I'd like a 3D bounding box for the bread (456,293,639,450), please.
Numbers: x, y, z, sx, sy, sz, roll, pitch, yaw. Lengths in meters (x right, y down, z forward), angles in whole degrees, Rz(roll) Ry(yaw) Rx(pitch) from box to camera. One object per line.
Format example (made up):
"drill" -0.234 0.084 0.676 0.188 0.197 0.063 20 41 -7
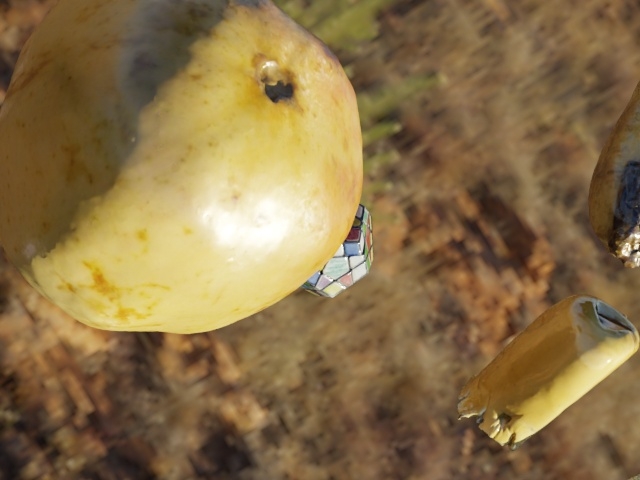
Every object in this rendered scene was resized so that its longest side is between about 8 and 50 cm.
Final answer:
"bread" 0.220 0.120 1.697 0.085 0.173 0.134 51 22 9

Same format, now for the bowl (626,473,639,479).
"bowl" 0.357 0.368 1.709 0.307 0.307 0.163 61 -4 5

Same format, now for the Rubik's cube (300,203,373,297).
"Rubik's cube" 0.000 0.000 1.662 0.111 0.093 0.111 8 59 -15

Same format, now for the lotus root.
"lotus root" 0.339 -0.087 1.734 0.110 0.097 0.258 28 74 -5

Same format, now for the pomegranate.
"pomegranate" -0.138 -0.078 1.526 0.342 0.342 0.342 41 31 -31
